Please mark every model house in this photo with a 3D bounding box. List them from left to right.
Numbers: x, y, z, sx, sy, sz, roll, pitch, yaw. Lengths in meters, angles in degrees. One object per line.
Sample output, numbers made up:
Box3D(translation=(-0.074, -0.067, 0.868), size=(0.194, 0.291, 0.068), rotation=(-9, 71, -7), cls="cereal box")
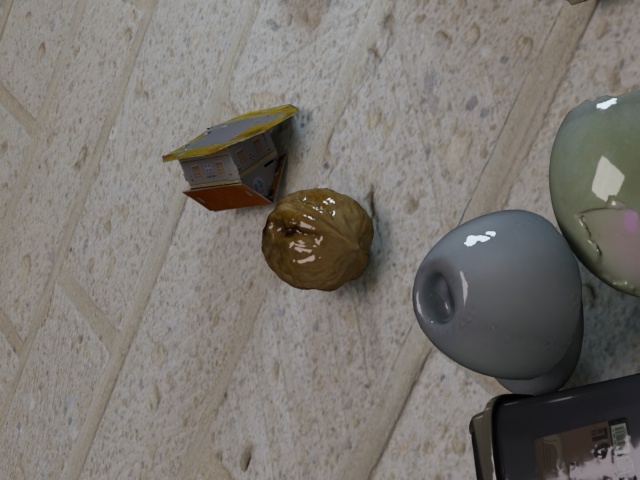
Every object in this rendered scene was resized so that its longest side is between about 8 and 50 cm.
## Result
Box3D(translation=(-0.123, -0.124, 1.800), size=(0.219, 0.207, 0.135), rotation=(-4, 114, 41), cls="model house")

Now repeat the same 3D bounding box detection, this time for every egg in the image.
Box3D(translation=(0.337, -0.046, 1.143), size=(0.183, 0.183, 0.217), rotation=(-15, 77, 49), cls="egg")

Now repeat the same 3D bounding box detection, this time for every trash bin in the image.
Box3D(translation=(0.291, 0.249, 1.131), size=(0.290, 0.182, 0.209), rotation=(-25, 61, 39), cls="trash bin")

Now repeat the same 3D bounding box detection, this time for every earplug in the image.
Box3D(translation=(0.205, 0.071, 1.212), size=(0.175, 0.325, 0.214), rotation=(-13, 76, 11), cls="earplug")

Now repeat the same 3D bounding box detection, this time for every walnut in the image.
Box3D(translation=(0.000, 0.000, 1.581), size=(0.184, 0.156, 0.155), rotation=(12, 90, 57), cls="walnut")

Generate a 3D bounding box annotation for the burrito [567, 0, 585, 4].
Box3D(translation=(0.392, -0.393, 1.224), size=(0.299, 0.105, 0.143), rotation=(-21, 69, 45), cls="burrito")
